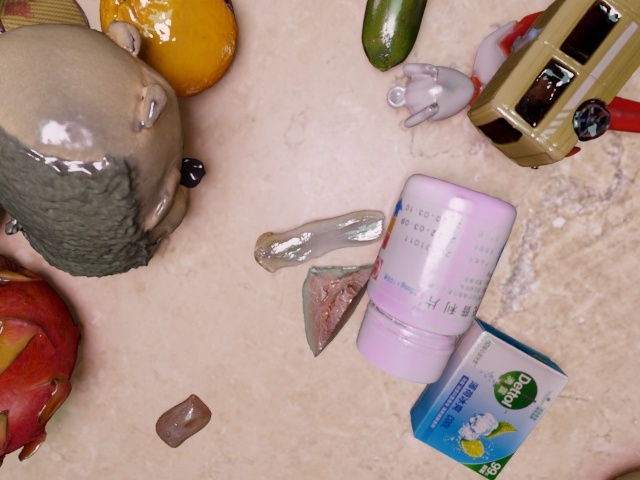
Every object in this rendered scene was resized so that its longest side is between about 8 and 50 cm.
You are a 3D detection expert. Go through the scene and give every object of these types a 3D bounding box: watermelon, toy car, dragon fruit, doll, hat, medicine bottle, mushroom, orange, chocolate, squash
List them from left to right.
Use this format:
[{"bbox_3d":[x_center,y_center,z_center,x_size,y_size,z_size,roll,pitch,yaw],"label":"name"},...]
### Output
[{"bbox_3d":[-0.482,0.176,0.618,0.250,0.250,0.315,-50,49,11],"label":"dragon fruit"},{"bbox_3d":[-0.446,-0.296,0.613,0.192,0.082,0.193,1,100,7],"label":"hat"},{"bbox_3d":[-0.271,-0.085,0.522,0.247,0.247,0.350,32,137,0],"label":"doll"},{"bbox_3d":[-0.198,-0.284,0.555,0.177,0.155,0.178,0,111,0],"label":"orange"},{"bbox_3d":[-0.236,0.315,0.716,0.100,0.031,0.065,-35,99,9],"label":"chocolate"},{"bbox_3d":[0.000,-0.003,0.632,0.201,0.054,0.059,-17,103,3],"label":"mushroom"},{"bbox_3d":[0.011,0.101,0.639,0.101,0.080,0.155,22,117,11],"label":"watermelon"},{"bbox_3d":[0.122,-0.389,0.535,0.087,0.087,0.332,18,99,3],"label":"squash"},{"bbox_3d":[0.148,0.049,0.570,0.151,0.152,0.255,18,101,3],"label":"medicine bottle"},{"bbox_3d":[0.280,-0.201,0.548,0.383,0.099,0.189,-3,98,0],"label":"doll"},{"bbox_3d":[0.283,-0.208,0.455,0.124,0.101,0.257,36,95,-6],"label":"toy car"}]

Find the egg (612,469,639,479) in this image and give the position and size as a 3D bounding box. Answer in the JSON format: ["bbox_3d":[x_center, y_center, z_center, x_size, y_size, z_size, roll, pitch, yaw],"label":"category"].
[{"bbox_3d":[0.474,0.438,0.580,0.185,0.186,0.242,21,111,2],"label":"egg"}]

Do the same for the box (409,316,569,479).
[{"bbox_3d":[0.243,0.235,0.628,0.139,0.073,0.194,29,101,1],"label":"box"}]
